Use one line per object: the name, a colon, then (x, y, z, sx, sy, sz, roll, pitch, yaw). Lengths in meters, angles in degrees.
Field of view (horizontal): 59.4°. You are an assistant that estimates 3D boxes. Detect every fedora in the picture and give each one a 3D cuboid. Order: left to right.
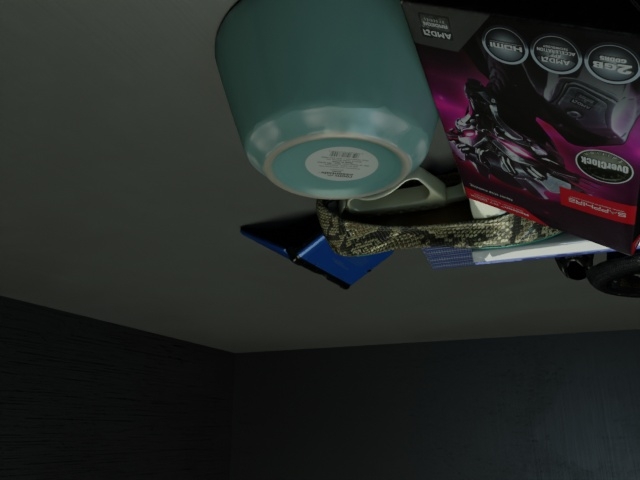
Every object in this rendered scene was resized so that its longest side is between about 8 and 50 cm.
fedora: (0.695, 0.007, 1.095, 0.335, 0.152, 0.334, 2, 160, 1)

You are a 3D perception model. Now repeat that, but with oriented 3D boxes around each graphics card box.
graphics card box: (0.249, -0.135, 0.612, 0.233, 0.094, 0.371, 27, 166, 34)

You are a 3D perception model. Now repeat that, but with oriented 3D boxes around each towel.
towel: (0.374, 0.006, 1.387, 0.244, 0.040, 0.336, -7, 162, 15)

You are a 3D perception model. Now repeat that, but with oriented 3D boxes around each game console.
game console: (0.000, 0.000, 1.370, 0.250, 0.173, 0.293, -39, 150, 11)

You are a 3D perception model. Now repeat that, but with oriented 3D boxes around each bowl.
bowl: (0.019, -0.159, 0.703, 0.312, 0.163, 0.311, 1, 160, 0)

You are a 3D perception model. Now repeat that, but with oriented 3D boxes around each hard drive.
hard drive: (0.454, -0.032, 1.060, 0.319, 0.040, 0.210, -7, -156, 20)

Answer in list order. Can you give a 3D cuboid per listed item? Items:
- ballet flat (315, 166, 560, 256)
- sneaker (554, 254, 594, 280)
ballet flat: (0.212, -0.069, 1.012, 0.483, 0.163, 0.182, -6, 140, 22)
sneaker: (0.604, 0.046, 1.353, 0.107, 0.124, 0.283, -10, 159, 28)
